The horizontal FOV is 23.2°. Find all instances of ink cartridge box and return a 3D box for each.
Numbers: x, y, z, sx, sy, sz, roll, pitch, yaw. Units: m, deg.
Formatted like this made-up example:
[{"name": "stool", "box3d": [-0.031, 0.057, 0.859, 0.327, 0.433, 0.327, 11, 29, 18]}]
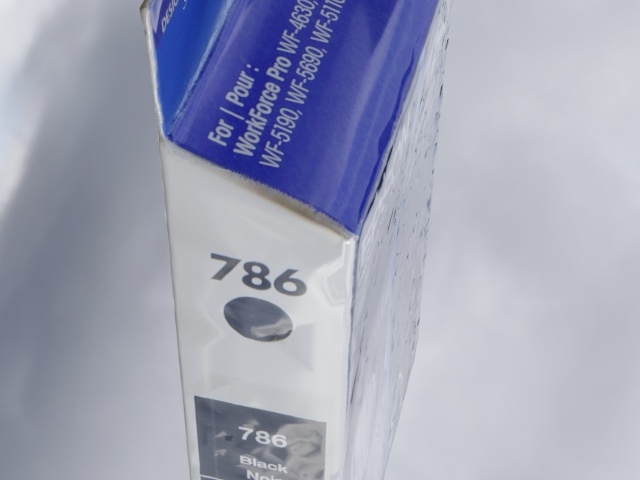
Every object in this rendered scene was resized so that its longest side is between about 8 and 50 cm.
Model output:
[{"name": "ink cartridge box", "box3d": [0.000, 0.000, 0.554, 0.332, 0.065, 0.165, 89, 15, -49]}]
